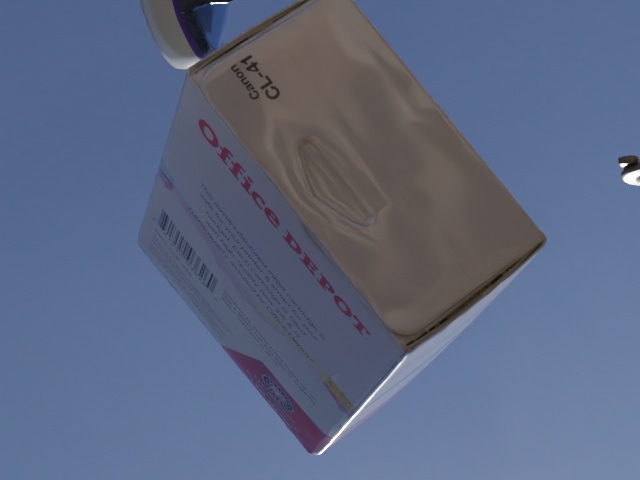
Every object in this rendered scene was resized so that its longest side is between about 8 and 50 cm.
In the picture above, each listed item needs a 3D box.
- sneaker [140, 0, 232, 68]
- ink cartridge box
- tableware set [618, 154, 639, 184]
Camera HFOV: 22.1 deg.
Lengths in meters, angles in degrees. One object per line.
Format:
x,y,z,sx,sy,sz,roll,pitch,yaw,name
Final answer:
-0.034,-0.291,1.348,0.236,0.130,0.323,-2,-57,7,sneaker
0.000,0.000,1.133,0.131,0.306,0.226,-36,-98,-23,ink cartridge box
0.216,-0.039,0.690,0.141,0.168,0.020,7,-103,-54,tableware set
